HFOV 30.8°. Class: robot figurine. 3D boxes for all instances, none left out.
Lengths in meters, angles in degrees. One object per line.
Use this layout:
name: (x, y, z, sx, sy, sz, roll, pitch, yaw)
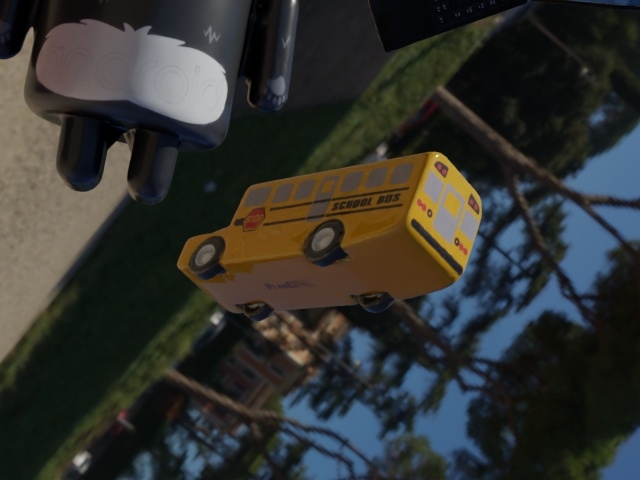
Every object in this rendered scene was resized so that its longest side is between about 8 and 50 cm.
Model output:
robot figurine: (-0.146, -0.173, 0.961, 0.173, 0.209, 0.278, 6, -96, 43)

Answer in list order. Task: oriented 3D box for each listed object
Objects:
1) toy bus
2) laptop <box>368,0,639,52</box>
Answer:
toy bus: (0.000, 0.000, 1.251, 0.333, 0.108, 0.130, -8, -129, 43)
laptop: (0.168, -0.310, 1.161, 0.264, 0.234, 0.136, -19, -148, 2)
